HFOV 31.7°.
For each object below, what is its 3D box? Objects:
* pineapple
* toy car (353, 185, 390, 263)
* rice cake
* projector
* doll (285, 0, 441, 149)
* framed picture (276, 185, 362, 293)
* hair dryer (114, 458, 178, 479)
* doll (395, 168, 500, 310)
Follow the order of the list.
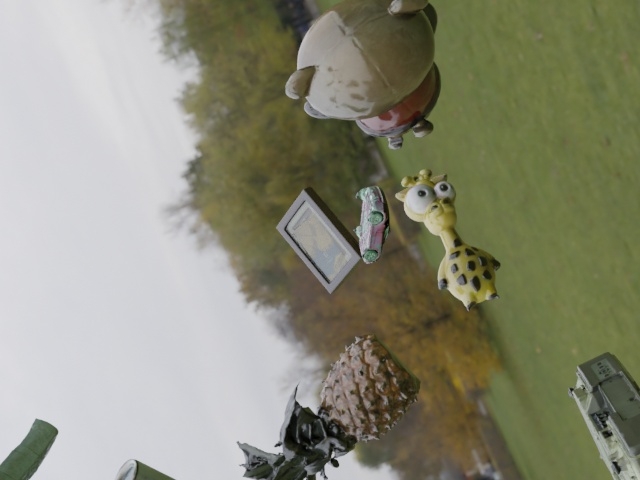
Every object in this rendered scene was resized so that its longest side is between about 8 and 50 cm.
[{"bbox_3d":[-0.001,0.317,1.874,0.165,0.364,0.165,48,177,3],"label":"pineapple"},{"bbox_3d":[0.089,-0.026,1.871,0.069,0.055,0.142,-107,16,-45],"label":"toy car"},{"bbox_3d":[-0.420,0.320,1.492,0.045,0.042,0.245,31,-151,2],"label":"rice cake"},{"bbox_3d":[0.422,0.283,1.500,0.194,0.088,0.269,62,-173,-16],"label":"projector"},{"bbox_3d":[0.080,-0.233,1.588,0.174,0.235,0.330,60,-169,18],"label":"doll"},{"bbox_3d":[0.000,0.000,2.109,0.168,0.023,0.128,50,137,12],"label":"framed picture"},{"bbox_3d":[-0.283,0.484,1.841,0.131,0.073,0.236,33,-141,-25],"label":"hair dryer"},{"bbox_3d":[0.232,-0.009,2.019,0.086,0.117,0.291,96,153,-61],"label":"doll"}]
